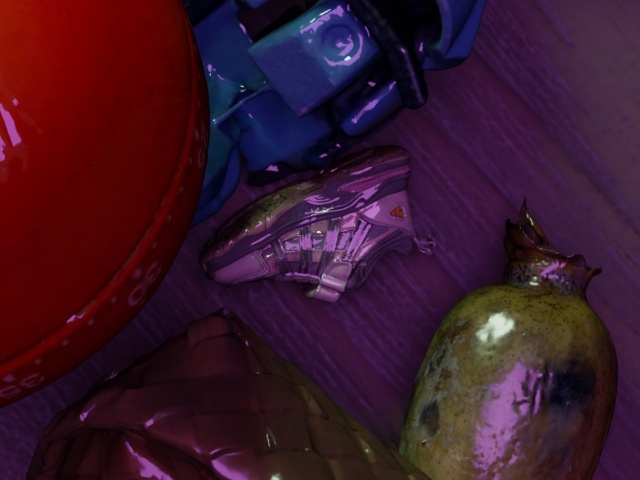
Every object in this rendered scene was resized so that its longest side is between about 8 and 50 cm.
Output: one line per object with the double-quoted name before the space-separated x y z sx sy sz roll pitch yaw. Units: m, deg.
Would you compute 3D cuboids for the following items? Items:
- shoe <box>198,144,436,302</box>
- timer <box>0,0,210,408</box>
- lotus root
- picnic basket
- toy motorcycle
"shoe" 0.000 0.000 1.470 0.180 0.089 0.092 -27 102 -1
"timer" -0.260 -0.076 1.212 0.378 0.279 0.378 -3 70 8
"lotus root" 0.149 0.106 1.438 0.154 0.154 0.278 18 84 -2
"picnic basket" -0.079 0.262 1.318 0.337 0.293 0.337 14 53 -20
"toy motorcycle" -0.031 -0.126 1.392 0.416 0.232 0.172 -36 102 -3
